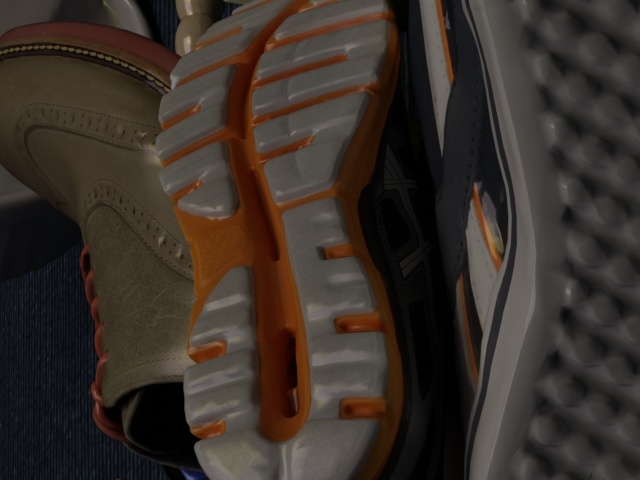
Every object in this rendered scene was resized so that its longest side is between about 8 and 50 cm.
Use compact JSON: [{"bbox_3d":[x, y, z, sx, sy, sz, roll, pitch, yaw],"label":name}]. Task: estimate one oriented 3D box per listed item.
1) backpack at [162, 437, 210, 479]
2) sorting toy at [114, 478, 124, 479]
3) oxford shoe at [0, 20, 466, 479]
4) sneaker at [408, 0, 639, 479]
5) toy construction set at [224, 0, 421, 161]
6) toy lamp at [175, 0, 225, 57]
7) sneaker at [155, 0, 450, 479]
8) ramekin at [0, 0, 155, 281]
[{"bbox_3d":[-0.020,0.102,0.636,0.098,0.101,0.120,-114,5,-45],"label":"backpack"},{"bbox_3d":[-0.126,0.195,0.915,0.083,0.012,0.062,180,97,-66],"label":"sorting toy"},{"bbox_3d":[-0.063,0.012,0.567,0.348,0.130,0.123,31,160,40],"label":"oxford shoe"},{"bbox_3d":[0.095,0.004,0.403,0.127,0.126,0.321,-79,-16,-83],"label":"sneaker"},{"bbox_3d":[-0.001,-0.209,0.595,0.215,0.151,0.328,-54,53,46],"label":"toy construction set"},{"bbox_3d":[-0.066,-0.068,0.759,0.080,0.080,0.275,-21,70,60],"label":"toy lamp"},{"bbox_3d":[0.000,0.000,0.448,0.084,0.083,0.215,-15,53,23],"label":"sneaker"},{"bbox_3d":[-0.249,-0.089,0.927,0.127,0.272,0.273,108,151,-51],"label":"ramekin"}]
